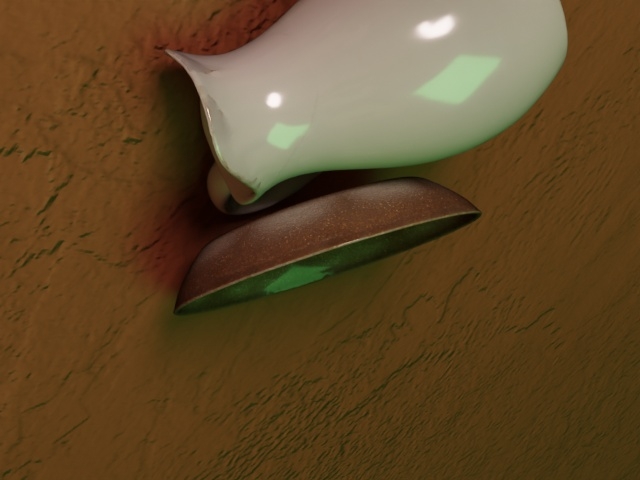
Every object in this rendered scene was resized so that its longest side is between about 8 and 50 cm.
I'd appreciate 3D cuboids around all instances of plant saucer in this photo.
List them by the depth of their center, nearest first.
[{"bbox_3d":[0.000,0.000,0.835,0.198,0.036,0.198,-17,173,-2],"label":"plant saucer"}]

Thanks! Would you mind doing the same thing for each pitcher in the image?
[{"bbox_3d":[0.025,-0.086,0.775,0.207,0.125,0.178,-24,165,-10],"label":"pitcher"}]
